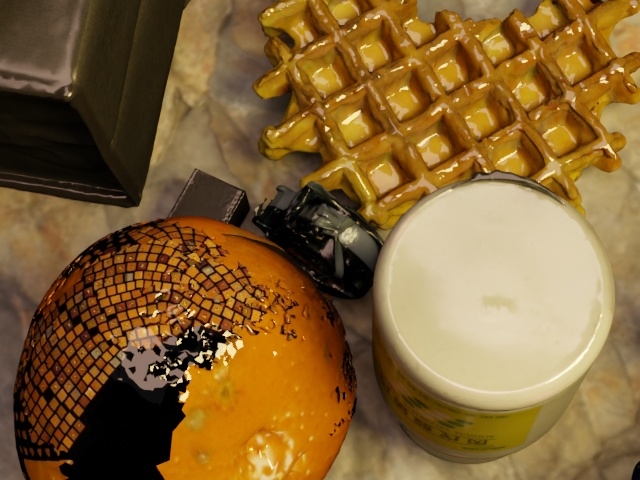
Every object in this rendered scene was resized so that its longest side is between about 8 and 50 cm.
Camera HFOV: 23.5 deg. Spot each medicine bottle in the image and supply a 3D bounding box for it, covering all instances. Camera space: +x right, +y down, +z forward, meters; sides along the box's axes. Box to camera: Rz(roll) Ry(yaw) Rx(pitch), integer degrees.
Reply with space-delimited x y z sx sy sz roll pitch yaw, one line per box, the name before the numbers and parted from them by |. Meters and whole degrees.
medicine bottle | 0.104 0.064 0.996 0.143 0.258 0.143 -1 73 3

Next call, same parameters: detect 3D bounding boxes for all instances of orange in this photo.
orange | -0.088 0.100 1.004 0.182 0.234 0.234 29 74 37

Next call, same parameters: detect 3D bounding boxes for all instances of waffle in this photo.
waffle | 0.095 -0.119 1.159 0.293 0.069 0.259 8 75 2

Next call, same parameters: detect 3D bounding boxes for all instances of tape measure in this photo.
tape measure | 0.001 0.001 1.107 0.094 0.091 0.054 41 72 -20

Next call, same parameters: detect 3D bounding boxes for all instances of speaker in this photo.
speaker | -0.117 0.042 1.125 0.046 0.040 0.191 25 75 10

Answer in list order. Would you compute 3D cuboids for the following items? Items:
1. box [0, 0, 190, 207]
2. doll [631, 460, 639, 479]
box | -0.287 -0.176 1.086 0.345 0.251 0.204 9 76 5
doll | 0.326 0.170 0.973 0.284 0.240 0.309 21 55 -19
